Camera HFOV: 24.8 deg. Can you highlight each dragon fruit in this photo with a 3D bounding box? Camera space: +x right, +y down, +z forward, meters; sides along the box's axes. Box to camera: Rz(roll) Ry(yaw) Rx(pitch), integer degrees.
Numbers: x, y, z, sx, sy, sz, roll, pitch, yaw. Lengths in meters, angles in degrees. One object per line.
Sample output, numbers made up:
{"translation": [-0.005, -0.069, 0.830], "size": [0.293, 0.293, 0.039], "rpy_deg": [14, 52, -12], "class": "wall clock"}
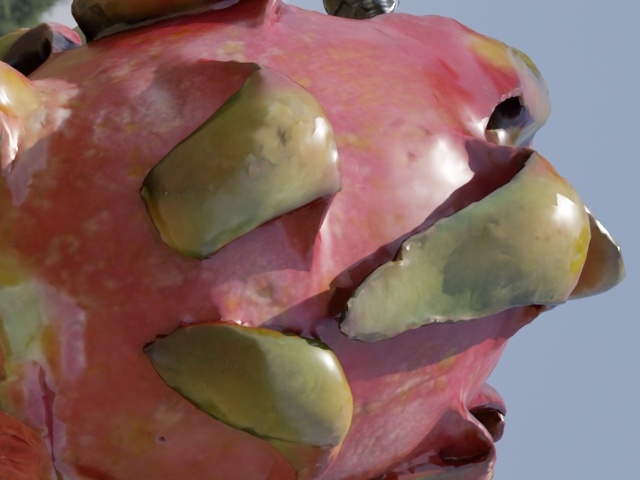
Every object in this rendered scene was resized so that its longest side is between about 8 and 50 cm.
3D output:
{"translation": [-0.017, 0.004, 0.558], "size": [0.307, 0.243, 0.227], "rpy_deg": [-7, 84, -76], "class": "dragon fruit"}

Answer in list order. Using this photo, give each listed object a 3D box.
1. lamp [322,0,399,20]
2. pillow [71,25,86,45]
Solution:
{"translation": [0.014, -0.314, 1.172], "size": [0.182, 0.182, 0.314], "rpy_deg": [96, -27, -54], "class": "lamp"}
{"translation": [-0.192, -0.218, 1.759], "size": [0.322, 0.255, 0.119], "rpy_deg": [40, -23, 54], "class": "pillow"}
